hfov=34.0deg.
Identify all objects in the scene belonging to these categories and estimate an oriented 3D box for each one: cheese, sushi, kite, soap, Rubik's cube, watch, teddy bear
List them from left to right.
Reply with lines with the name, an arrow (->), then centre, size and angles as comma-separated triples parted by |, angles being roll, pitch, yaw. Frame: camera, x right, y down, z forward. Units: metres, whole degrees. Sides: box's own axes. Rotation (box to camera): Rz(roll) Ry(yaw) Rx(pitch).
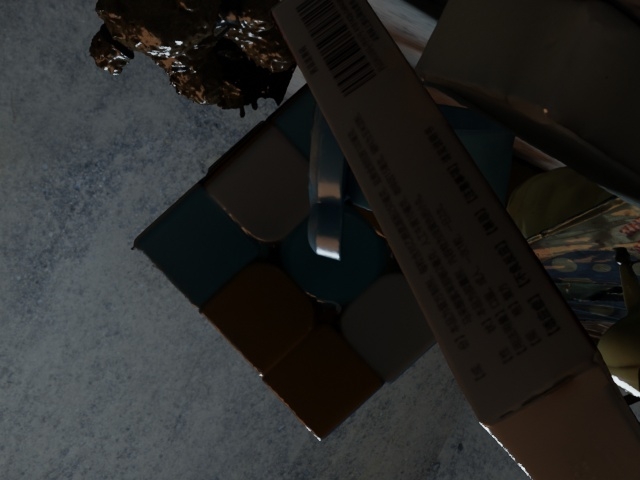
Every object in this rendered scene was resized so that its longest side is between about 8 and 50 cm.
teddy bear -> -0.128, -0.207, 0.984 | 0.129, 0.182, 0.251 | 64, -170, 5
sushi -> -0.109, -0.218, 1.254 | 0.147, 0.115, 0.212 | 26, -177, -14
Rubik's cube -> 0.000, 0.000, 1.407 | 0.346, 0.344, 0.347 | 48, -178, -8
watch -> 0.086, -0.084, 1.007 | 0.193, 0.210, 0.211 | 6, -177, 2
soap -> 0.152, -0.063, 0.545 | 0.183, 0.063, 0.121 | 25, -175, -31
cheese -> 0.270, 0.013, 0.921 | 0.226, 0.117, 0.214 | 14, 163, 5
kite -> 0.272, 0.038, 0.827 | 0.369, 0.014, 0.406 | 1, 151, 18

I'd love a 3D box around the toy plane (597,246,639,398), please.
toy plane -> 0.248, 0.052, 0.582 | 0.242, 0.104, 0.256 | -20, -170, -31

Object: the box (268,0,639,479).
box -> 0.088, 0.006, 0.620 | 0.214, 0.069, 0.353 | 49, -166, -43

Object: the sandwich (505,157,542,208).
sandwich -> 0.287, 0.009, 1.390 | 0.220, 0.186, 0.108 | 27, -179, 2

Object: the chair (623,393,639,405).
chair -> 0.442, 0.067, 1.184 | 0.160, 0.319, 0.186 | -91, -18, -87
